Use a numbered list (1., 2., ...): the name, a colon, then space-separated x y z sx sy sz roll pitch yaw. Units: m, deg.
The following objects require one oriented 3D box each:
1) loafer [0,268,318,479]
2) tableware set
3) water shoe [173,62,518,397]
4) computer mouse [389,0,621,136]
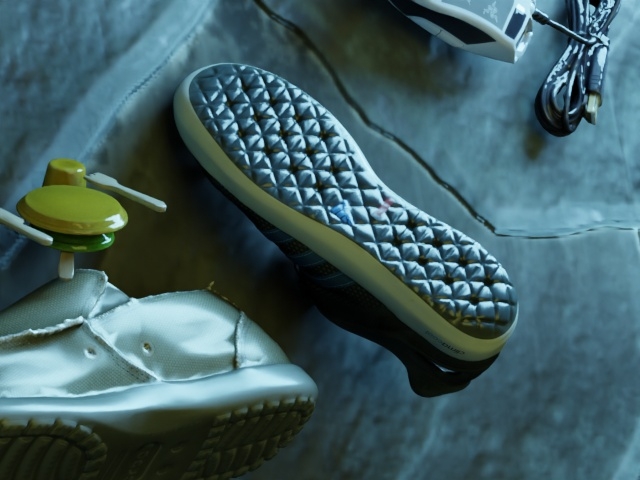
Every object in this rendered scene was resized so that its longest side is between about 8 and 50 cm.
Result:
1. loafer: -0.117 0.066 0.772 0.251 0.094 0.087 -1 49 -45
2. tableware set: -0.150 -0.008 0.770 0.154 0.104 0.024 -19 126 -50
3. water shoe: 0.000 0.000 0.879 0.203 0.080 0.073 41 49 11
4. computer mouse: 0.089 -0.136 1.000 0.193 0.042 0.106 27 67 -33
